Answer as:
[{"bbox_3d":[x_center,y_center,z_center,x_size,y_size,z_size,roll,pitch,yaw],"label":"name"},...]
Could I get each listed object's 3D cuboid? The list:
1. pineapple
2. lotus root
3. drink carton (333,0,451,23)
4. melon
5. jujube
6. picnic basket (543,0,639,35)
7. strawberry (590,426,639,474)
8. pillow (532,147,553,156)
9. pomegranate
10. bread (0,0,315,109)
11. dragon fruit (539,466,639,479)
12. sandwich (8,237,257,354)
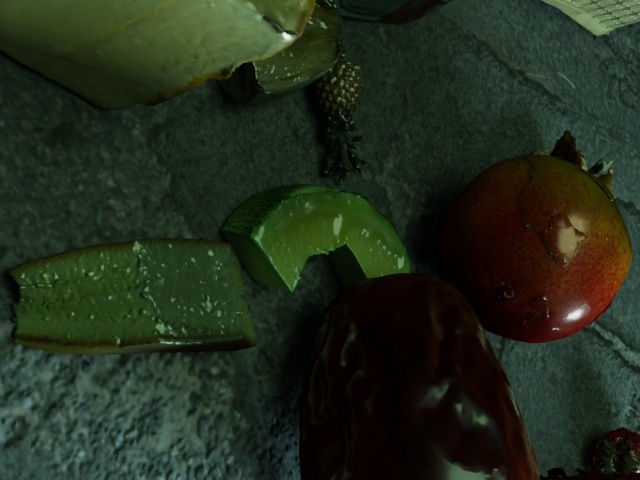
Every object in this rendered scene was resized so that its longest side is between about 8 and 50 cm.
[{"bbox_3d":[0.018,-0.121,1.283,0.058,0.058,0.124,4,84,-42],"label":"pineapple"},{"bbox_3d":[-0.047,-0.202,1.227,0.144,0.070,0.143,-6,80,-39],"label":"lotus root"},{"bbox_3d":[0.086,-0.352,1.297,0.191,0.185,0.190,-5,80,-49],"label":"drink carton"},{"bbox_3d":[0.000,0.000,1.238,0.209,0.064,0.118,-8,93,-40],"label":"melon"},{"bbox_3d":[0.089,0.192,1.172,0.223,0.223,0.318,14,57,-40],"label":"jujube"},{"bbox_3d":[0.332,-0.422,1.547,0.313,0.175,0.228,20,68,-43],"label":"picnic basket"},{"bbox_3d":[0.379,0.273,1.521,0.096,0.083,0.083,33,61,-43],"label":"strawberry"},{"bbox_3d":[0.284,0.000,1.514,0.135,0.034,0.211,-36,108,-42],"label":"pillow"},{"bbox_3d":[0.237,-0.001,1.357,0.210,0.210,0.235,39,65,-30],"label":"pomegranate"},{"bbox_3d":[-0.136,-0.282,1.026,0.207,0.279,0.279,26,62,-34],"label":"bread"},{"bbox_3d":[0.276,0.308,1.299,0.302,0.330,0.240,27,43,-34],"label":"dragon fruit"},{"bbox_3d":[-0.138,0.052,1.083,0.258,0.096,0.094,1,76,-45],"label":"sandwich"}]
